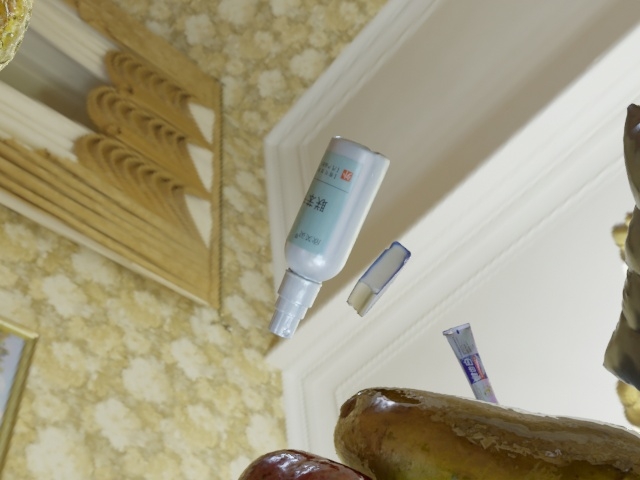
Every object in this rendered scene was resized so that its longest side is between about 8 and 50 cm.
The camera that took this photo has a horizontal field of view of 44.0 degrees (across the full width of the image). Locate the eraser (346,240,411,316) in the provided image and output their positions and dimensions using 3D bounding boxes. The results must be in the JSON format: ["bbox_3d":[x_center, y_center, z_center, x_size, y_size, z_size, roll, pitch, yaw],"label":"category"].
[{"bbox_3d":[0.062,0.042,0.852,0.063,0.027,0.084,-47,171,-21],"label":"eraser"}]

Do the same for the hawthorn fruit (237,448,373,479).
[{"bbox_3d":[-0.002,0.267,0.626,0.185,0.202,0.185,-25,-135,29],"label":"hawthorn fruit"}]

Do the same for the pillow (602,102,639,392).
[{"bbox_3d":[0.234,0.073,0.434,0.101,0.228,0.326,-6,-151,9],"label":"pillow"}]

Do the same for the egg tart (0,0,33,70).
[{"bbox_3d":[-0.209,-0.142,0.431,0.129,0.049,0.128,15,90,-78],"label":"egg tart"}]

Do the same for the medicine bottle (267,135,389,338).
[{"bbox_3d":[0.000,0.000,1.357,0.351,0.110,0.110,-66,-152,4],"label":"medicine bottle"}]

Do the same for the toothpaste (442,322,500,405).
[{"bbox_3d":[0.228,0.200,1.146,0.045,0.028,0.170,-19,-115,-3],"label":"toothpaste"}]

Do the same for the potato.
[{"bbox_3d":[0.186,0.221,0.722,0.195,0.369,0.176,-46,150,-62],"label":"potato"}]
